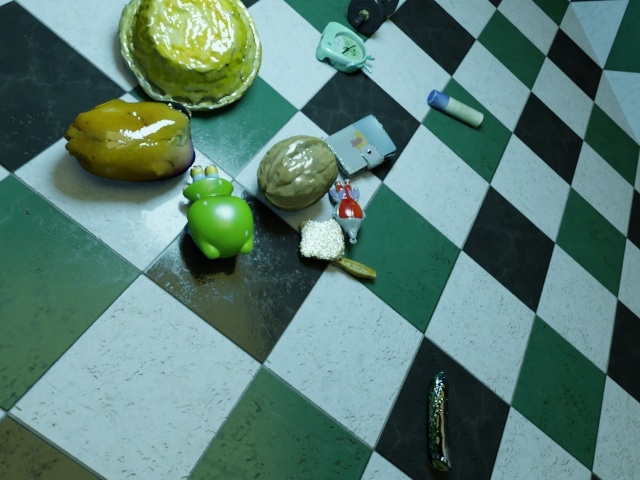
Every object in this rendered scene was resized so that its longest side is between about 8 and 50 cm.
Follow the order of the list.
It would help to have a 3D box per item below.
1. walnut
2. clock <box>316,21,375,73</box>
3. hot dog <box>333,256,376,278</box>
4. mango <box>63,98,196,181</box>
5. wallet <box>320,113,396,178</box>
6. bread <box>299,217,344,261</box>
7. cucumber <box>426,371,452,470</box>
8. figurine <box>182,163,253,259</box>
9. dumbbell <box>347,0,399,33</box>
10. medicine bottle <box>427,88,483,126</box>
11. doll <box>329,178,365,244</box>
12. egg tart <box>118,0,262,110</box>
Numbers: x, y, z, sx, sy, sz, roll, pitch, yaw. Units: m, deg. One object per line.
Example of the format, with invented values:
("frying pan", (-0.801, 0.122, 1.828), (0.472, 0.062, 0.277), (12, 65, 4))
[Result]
("walnut", (-0.062, -0.185, 1.157), (0.245, 0.198, 0.198), (-38, 89, -23))
("clock", (0.095, -0.661, 1.508), (0.210, 0.066, 0.160), (26, 60, -15))
("hot dog", (0.096, 0.080, 1.215), (0.137, 0.028, 0.044), (22, 35, -19))
("mango", (-0.436, -0.229, 1.006), (0.287, 0.153, 0.201), (-7, 57, -28))
("wallet", (0.125, -0.296, 1.369), (0.230, 0.069, 0.170), (-32, 81, -27))
("bread", (0.000, 0.000, 1.193), (0.126, 0.044, 0.129), (2, 67, -13))
("cucumber", (0.312, 0.474, 1.139), (0.067, 0.067, 0.246), (14, 61, -20))
("figurine", (-0.257, -0.072, 1.048), (0.162, 0.143, 0.264), (-5, 61, -34))
("dumbbell", (0.201, -0.884, 1.609), (0.143, 0.143, 0.326), (38, 58, -7))
("medicine bottle", (0.524, -0.513, 1.661), (0.230, 0.059, 0.059), (20, 62, -18))
("doll", (0.080, -0.087, 1.250), (0.102, 0.075, 0.228), (-3, 60, -12))
("egg tart", (-0.339, -0.541, 1.140), (0.387, 0.169, 0.389), (0, 89, -18))
